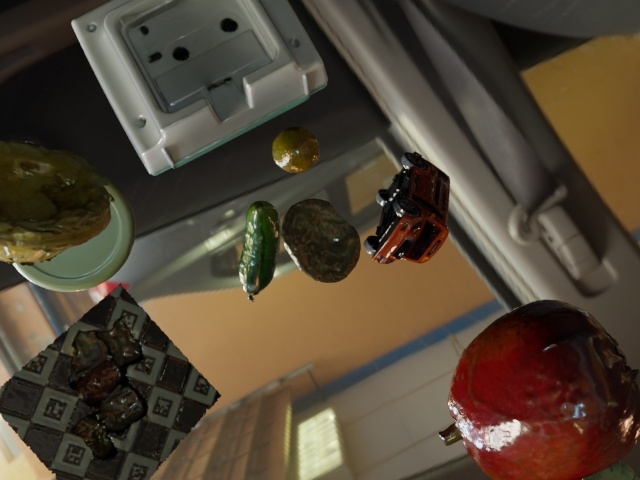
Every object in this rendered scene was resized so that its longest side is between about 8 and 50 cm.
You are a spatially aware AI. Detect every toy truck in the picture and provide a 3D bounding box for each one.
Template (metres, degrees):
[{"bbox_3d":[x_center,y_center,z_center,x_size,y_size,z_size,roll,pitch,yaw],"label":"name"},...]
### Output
[{"bbox_3d":[0.158,-0.047,1.364,0.107,0.114,0.253,-55,-170,32],"label":"toy truck"}]

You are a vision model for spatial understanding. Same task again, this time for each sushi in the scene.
[{"bbox_3d":[-0.357,0.271,1.344,0.294,0.292,0.059,-45,-162,-27],"label":"sushi"}]

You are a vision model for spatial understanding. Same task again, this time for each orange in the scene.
[{"bbox_3d":[-0.048,-0.167,1.476,0.095,0.085,0.085,-1,-160,41],"label":"orange"}]

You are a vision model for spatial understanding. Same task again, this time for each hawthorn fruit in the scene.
[{"bbox_3d":[0.319,0.241,1.195,0.307,0.265,0.265,-35,180,14],"label":"hawthorn fruit"}]

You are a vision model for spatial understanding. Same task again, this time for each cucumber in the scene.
[{"bbox_3d":[-0.087,0.017,1.149,0.056,0.056,0.250,-30,156,-26],"label":"cucumber"}]

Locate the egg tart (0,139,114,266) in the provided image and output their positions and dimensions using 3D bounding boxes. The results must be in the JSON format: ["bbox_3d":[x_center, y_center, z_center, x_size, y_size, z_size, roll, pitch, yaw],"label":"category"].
[{"bbox_3d":[-0.461,-0.053,1.212,0.288,0.288,0.118,-31,152,-59],"label":"egg tart"}]

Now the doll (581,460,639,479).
[{"bbox_3d":[0.485,0.559,1.516,0.284,0.268,0.216,-7,173,-1],"label":"doll"}]

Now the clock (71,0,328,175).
[{"bbox_3d":[-0.154,-0.244,1.004,0.262,0.231,0.116,-28,169,-6],"label":"clock"}]

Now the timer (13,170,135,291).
[{"bbox_3d":[-0.598,-0.048,1.929,0.290,0.291,0.315,-29,-165,-8],"label":"timer"}]

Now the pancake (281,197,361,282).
[{"bbox_3d":[-0.001,0.000,2.122,0.042,0.236,0.222,-24,-135,60],"label":"pancake"}]
